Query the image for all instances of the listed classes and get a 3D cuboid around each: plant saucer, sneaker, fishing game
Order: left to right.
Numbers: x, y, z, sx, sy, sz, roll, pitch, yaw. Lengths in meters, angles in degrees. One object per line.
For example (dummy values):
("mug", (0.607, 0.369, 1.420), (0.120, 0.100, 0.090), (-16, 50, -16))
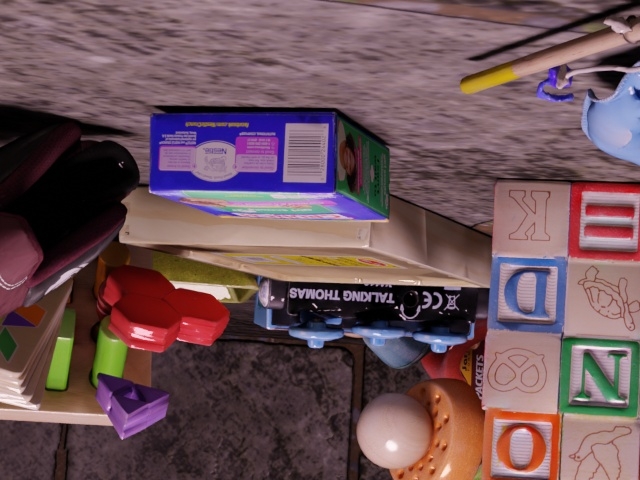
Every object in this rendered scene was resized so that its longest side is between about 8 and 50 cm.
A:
("sneaker", (-0.164, -0.008, 1.037), (0.162, 0.106, 0.281), (-30, -164, 5))
("plant saucer", (-0.144, 0.015, 1.500), (0.188, 0.045, 0.188), (4, 175, -5))
("fishing game", (0.192, -0.043, 0.746), (0.264, 0.041, 0.189), (14, 172, -16))

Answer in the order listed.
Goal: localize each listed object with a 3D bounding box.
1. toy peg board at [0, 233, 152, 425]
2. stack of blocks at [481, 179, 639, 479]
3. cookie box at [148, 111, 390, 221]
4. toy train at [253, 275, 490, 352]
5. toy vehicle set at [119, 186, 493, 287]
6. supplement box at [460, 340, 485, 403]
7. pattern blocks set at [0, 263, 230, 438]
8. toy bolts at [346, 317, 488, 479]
("toy peg board", (-0.188, 0.030, 1.304), (0.161, 0.160, 0.079), (4, 145, -10))
("stack of blocks", (0.243, 0.060, 1.082), (0.297, 0.171, 0.087), (2, 174, 13))
("cookie box", (-0.022, -0.034, 0.944), (0.092, 0.040, 0.107), (1, 175, 16))
("toy train", (0.038, 0.040, 1.518), (0.184, 0.080, 0.105), (3, -176, -14))
("toy vehicle set", (0.000, 0.000, 1.305), (0.166, 0.035, 0.267), (1, 174, 21))
("supplement box", (0.253, 0.102, 1.717), (0.191, 0.129, 0.194), (7, 173, -31))
("pattern blocks set", (-0.237, 0.037, 1.169), (0.325, 0.026, 0.285), (21, -156, 7))
("toy bolts", (0.105, 0.081, 1.605), (0.158, 0.218, 0.228), (18, -158, -31))
